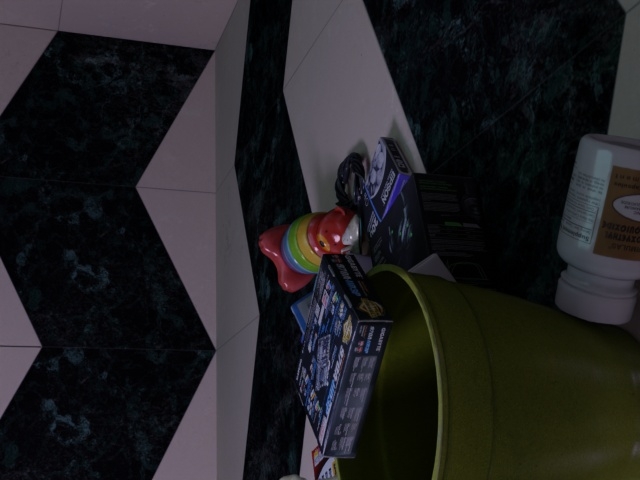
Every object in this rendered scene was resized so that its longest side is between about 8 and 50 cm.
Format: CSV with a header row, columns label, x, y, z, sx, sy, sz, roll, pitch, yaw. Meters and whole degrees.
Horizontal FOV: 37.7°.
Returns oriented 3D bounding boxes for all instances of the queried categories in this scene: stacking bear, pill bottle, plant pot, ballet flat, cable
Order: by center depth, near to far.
label,x,y,z,sx,sy,sz,roll,pitch,yaw
pill bottle,0.380,-0.015,1.223,0.131,0.131,0.229,-133,49,-65
plant pot,0.239,0.225,1.251,0.366,0.353,0.367,-176,90,-72
ballet flat,0.073,0.012,2.189,0.057,0.052,0.168,-95,-1,-53
cable,0.081,-0.142,2.302,0.184,0.047,0.151,151,126,-71
stacking bear,0.000,0.000,2.334,0.289,0.164,0.175,-26,93,56

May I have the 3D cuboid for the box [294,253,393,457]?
label,x,y,z,sx,sy,sz,roll,pitch,yaw
box,0.025,0.153,1.270,0.175,0.051,0.220,-119,37,-59

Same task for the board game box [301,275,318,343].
label,x,y,z,sx,sy,sz,roll,pitch,yaw
board game box,0.008,0.222,2.432,0.160,0.047,0.210,-117,36,-57

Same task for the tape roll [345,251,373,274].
label,x,y,z,sx,sy,sz,roll,pitch,yaw
tape roll,0.053,0.220,2.100,0.392,0.072,0.392,-168,90,-85

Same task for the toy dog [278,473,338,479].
label,x,y,z,sx,sy,sz,roll,pitch,yaw
toy dog,0.099,0.641,1.663,0.408,0.284,0.395,61,-165,-20

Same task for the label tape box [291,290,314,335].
label,x,y,z,sx,sy,sz,roll,pitch,yaw
label tape box,0.092,0.268,1.775,0.334,0.106,0.241,56,-179,-29

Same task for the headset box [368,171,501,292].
label,x,y,z,sx,sy,sz,roll,pitch,yaw
headset box,0.202,0.044,1.748,0.246,0.131,0.283,119,149,-53

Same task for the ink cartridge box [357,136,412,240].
label,x,y,z,sx,sy,sz,roll,pitch,yaw
ink cartridge box,0.148,-0.088,2.075,0.208,0.045,0.206,-112,31,-50

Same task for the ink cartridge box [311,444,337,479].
label,x,y,z,sx,sy,sz,roll,pitch,yaw
ink cartridge box,0.101,0.519,1.967,0.309,0.130,0.272,120,147,-53

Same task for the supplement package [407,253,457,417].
label,x,y,z,sx,sy,sz,roll,pitch,yaw
supplement package,0.173,0.204,1.512,0.293,0.175,0.177,54,150,5
